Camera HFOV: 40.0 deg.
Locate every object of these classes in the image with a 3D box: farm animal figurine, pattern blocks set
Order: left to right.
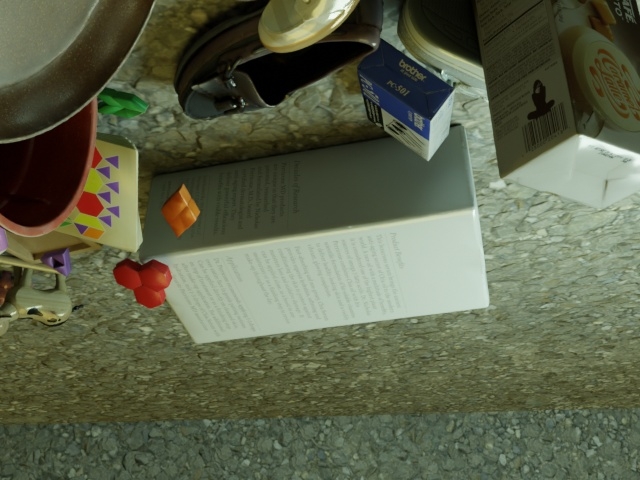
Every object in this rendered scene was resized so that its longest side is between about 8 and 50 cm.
[{"bbox_3d":[-0.608,0.104,1.448,0.330,0.172,0.327,-9,155,12],"label":"farm animal figurine"},{"bbox_3d":[-0.289,-0.065,1.092,0.285,0.026,0.325,21,133,-1],"label":"pattern blocks set"}]

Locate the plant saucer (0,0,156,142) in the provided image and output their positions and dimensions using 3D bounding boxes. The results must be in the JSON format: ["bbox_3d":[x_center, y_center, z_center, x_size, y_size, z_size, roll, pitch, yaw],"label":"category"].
[{"bbox_3d":[-0.226,-0.227,0.678,0.050,0.311,0.310,28,164,19],"label":"plant saucer"}]

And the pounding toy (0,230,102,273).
[{"bbox_3d":[-0.422,-0.022,1.285,0.206,0.094,0.181,-12,154,19],"label":"pounding toy"}]

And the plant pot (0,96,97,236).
[{"bbox_3d":[-0.399,-0.141,0.853,0.265,0.272,0.272,1,157,11],"label":"plant pot"}]

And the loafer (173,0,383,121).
[{"bbox_3d":[-0.055,-0.191,0.948,0.109,0.095,0.302,12,152,-44],"label":"loafer"}]

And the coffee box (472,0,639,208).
[{"bbox_3d":[0.240,-0.171,0.853,0.141,0.247,0.098,14,151,-31],"label":"coffee box"}]

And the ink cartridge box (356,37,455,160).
[{"bbox_3d":[0.097,-0.153,0.993,0.097,0.046,0.207,36,179,8],"label":"ink cartridge box"}]

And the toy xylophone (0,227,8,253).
[{"bbox_3d":[-0.577,-0.049,1.143,0.322,0.081,0.236,10,124,6],"label":"toy xylophone"}]

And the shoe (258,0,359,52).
[{"bbox_3d":[0.022,-0.258,0.798,0.219,0.076,0.058,-38,144,13],"label":"shoe"}]

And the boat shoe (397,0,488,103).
[{"bbox_3d":[0.202,-0.189,0.977,0.320,0.118,0.103,7,150,-38],"label":"boat shoe"}]

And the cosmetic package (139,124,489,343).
[{"bbox_3d":[0.000,0.000,1.259,0.453,0.161,0.230,-8,141,10],"label":"cosmetic package"}]
